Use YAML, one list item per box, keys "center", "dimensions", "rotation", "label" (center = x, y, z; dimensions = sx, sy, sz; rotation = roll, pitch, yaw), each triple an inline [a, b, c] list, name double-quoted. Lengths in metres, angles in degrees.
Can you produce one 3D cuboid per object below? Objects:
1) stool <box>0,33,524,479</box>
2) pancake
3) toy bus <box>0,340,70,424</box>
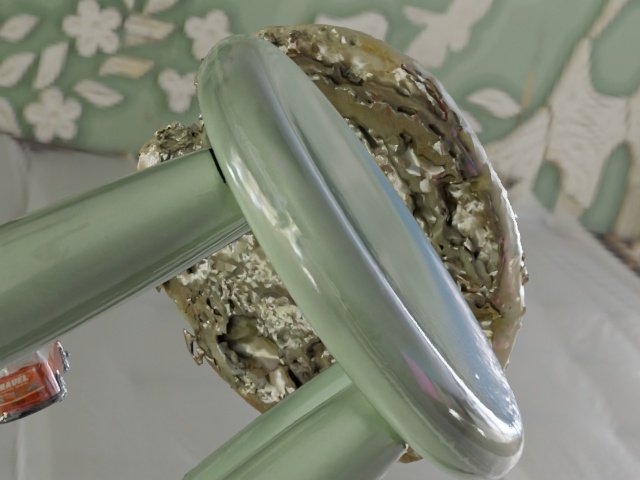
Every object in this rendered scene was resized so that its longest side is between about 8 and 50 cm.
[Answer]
- center: [-0.051, 0.049, 0.499]
  dimensions: [0.195, 0.199, 0.195]
  rotation: [57, -172, -1]
  label: "stool"
- center: [-0.001, 0.001, 1.053]
  dimensions: [0.382, 0.382, 0.071]
  rotation: [23, -151, 26]
  label: "pancake"
- center: [-0.302, 0.124, 1.285]
  dimensions: [0.079, 0.077, 0.174]
  rotation: [-20, -168, -6]
  label: "toy bus"
